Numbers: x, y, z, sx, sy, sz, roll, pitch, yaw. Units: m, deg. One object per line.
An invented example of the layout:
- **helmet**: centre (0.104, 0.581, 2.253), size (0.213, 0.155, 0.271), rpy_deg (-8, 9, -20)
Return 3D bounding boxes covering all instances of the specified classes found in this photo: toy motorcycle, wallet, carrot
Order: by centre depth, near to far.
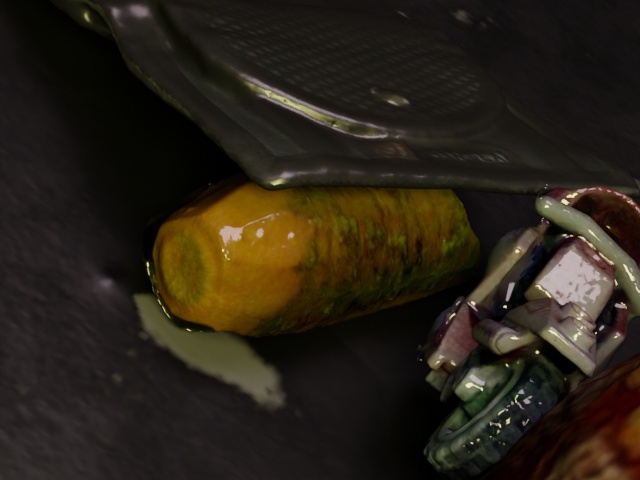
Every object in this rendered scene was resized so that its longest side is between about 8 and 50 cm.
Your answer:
- **toy motorcycle**: centre (0.101, 0.040, 0.811), size (0.082, 0.122, 0.213), rpy_deg (38, 14, -1)
- **carrot**: centre (0.000, 0.000, 0.859), size (0.173, 0.082, 0.082), rpy_deg (-14, 56, -43)
- **wallet**: centre (-0.016, -0.102, 0.944), size (0.247, 0.041, 0.323), rpy_deg (3, 26, -38)

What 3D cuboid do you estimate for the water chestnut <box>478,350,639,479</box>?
- **water chestnut**: centre (0.197, 0.184, 0.647), size (0.350, 0.302, 0.350), rpy_deg (3, 13, -1)
